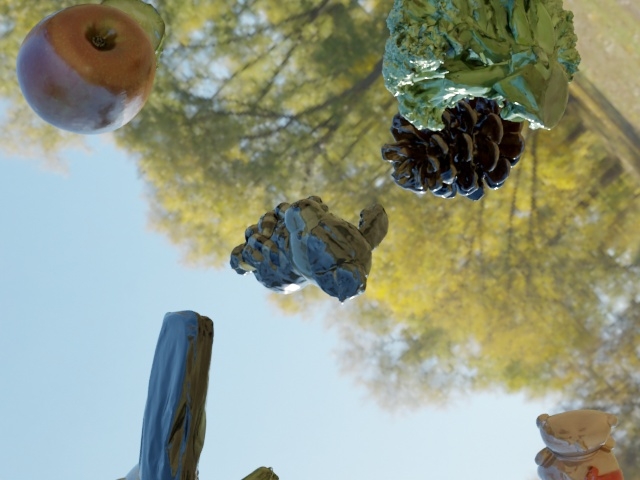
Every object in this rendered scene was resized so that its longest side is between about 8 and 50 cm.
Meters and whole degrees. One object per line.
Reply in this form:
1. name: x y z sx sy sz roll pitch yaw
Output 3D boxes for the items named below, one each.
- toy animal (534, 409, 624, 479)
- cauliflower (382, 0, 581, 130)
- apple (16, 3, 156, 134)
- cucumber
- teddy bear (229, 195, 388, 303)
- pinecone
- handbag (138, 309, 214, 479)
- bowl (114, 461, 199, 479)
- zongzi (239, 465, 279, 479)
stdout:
1. toy animal: 0.513 0.435 1.858 0.171 0.171 0.197 -55 -45 -74
2. cauliflower: 0.216 -0.238 1.191 0.250 0.275 0.272 52 170 38
3. apple: -0.317 -0.234 1.278 0.181 0.168 0.180 10 -118 -19
4. cucumber: -0.346 -0.333 1.708 0.134 0.134 0.244 49 165 6
5. teddy bear: 0.000 -0.006 1.360 0.171 0.251 0.144 -42 -70 -33
6. pinecone: 0.252 -0.191 1.829 0.309 0.244 0.244 -9 -127 -38
7. handbag: -0.248 0.286 1.609 0.075 0.332 0.192 11 169 -30
8. bowl: -0.373 0.591 2.019 0.157 0.345 0.345 11 -153 -14
9. zongzi: -0.129 0.379 1.431 0.113 0.104 0.052 26 -179 -27
